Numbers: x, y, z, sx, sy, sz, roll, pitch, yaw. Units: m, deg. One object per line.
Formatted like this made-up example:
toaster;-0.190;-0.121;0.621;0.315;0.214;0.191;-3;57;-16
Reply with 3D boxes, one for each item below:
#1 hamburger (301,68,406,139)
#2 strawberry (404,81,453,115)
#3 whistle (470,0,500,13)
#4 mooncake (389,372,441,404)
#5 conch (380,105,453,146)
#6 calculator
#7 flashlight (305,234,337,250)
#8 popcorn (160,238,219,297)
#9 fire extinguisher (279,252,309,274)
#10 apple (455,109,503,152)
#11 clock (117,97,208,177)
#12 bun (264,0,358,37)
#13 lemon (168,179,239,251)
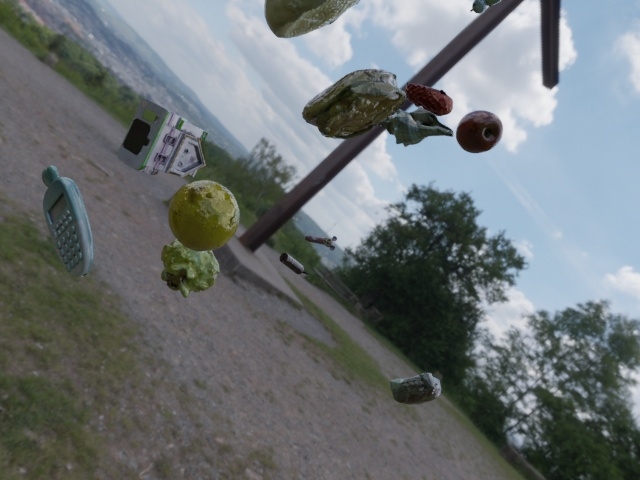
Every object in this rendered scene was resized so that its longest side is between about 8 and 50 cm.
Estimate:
hamburger;0.093;-0.391;1.342;0.265;0.285;0.134;-5;73;-50
strawberry;0.372;-0.483;1.653;0.188;0.082;0.121;28;1;24
whistle;0.393;-0.558;1.093;0.035;0.100;0.035;38;40;-41
mooncake;0.274;0.421;1.330;0.130;0.125;0.073;34;40;-54
conch;0.297;-0.362;1.515;0.234;0.137;0.114;6;-29;2
calculator;-0.633;-0.050;1.181;0.042;0.184;0.295;-13;79;-49
flashlight;0.000;0.000;1.624;0.110;0.052;0.031;11;-8;13
popcorn;-0.538;0.098;1.952;0.256;0.255;0.195;40;-25;-21
fire extinguisher;-0.115;0.102;1.949;0.078;0.045;0.157;7;-23;36
apple;0.663;-0.452;1.979;0.181;0.181;0.168;46;7;-23
clock;-0.555;-0.347;1.753;0.166;0.235;0.309;31;6;25
bun;-0.027;-0.823;1.546;0.202;0.364;0.364;63;-4;-13
lemon;-0.289;-0.063;1.174;0.173;0.173;0.206;46;-28;15
